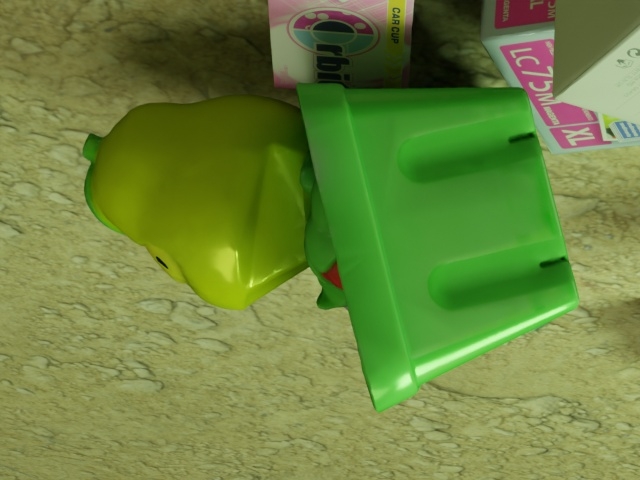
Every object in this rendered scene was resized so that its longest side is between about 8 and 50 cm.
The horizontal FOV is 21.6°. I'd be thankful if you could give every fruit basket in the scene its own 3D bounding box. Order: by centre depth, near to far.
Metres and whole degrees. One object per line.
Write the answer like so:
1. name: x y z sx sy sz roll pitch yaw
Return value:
1. fruit basket: 0.000 0.000 1.351 0.392 0.283 0.392 -13 175 -1

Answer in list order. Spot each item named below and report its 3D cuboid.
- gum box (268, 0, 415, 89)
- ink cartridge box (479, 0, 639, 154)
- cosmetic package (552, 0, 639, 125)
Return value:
1. gum box: 0.017 -0.182 1.254 0.107 0.062 0.188 4 155 3
2. ink cartridge box: 0.294 -0.144 1.251 0.311 0.065 0.186 -7 152 23
3. cosmetic package: 0.271 -0.178 1.015 0.225 0.224 0.138 15 154 -18
